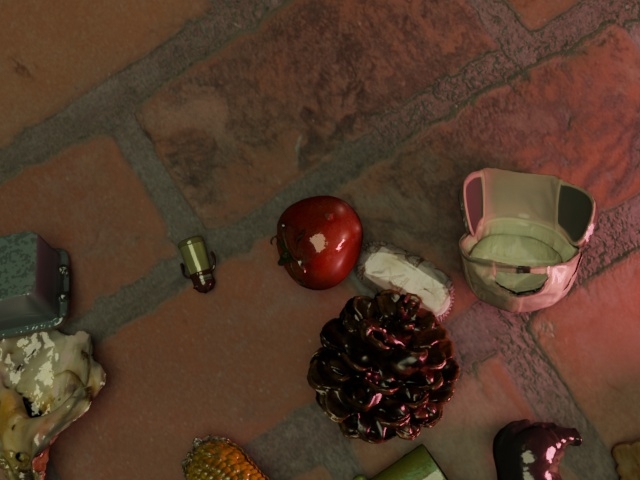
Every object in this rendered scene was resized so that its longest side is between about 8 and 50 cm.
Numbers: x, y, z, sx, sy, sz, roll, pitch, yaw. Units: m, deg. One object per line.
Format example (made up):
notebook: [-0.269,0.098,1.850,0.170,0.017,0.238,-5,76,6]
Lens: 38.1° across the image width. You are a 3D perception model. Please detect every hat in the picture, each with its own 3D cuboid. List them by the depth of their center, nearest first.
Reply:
hat: [0.329,-0.008,1.553,0.232,0.161,0.275,8,60,-5]

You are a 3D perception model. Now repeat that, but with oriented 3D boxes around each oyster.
oyster: [-0.478,0.277,1.610,0.271,0.100,0.275,-48,58,3]

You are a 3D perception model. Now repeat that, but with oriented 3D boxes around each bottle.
bottle: [-0.217,0.045,1.644,0.063,0.047,0.101,-23,85,39]

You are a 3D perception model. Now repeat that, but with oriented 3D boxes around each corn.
corn: [-0.113,0.441,1.514,0.318,0.115,0.115,38,88,32]

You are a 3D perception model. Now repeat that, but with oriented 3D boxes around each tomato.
tomato: [0.000,0.000,1.578,0.167,0.167,0.167,-1,83,5]

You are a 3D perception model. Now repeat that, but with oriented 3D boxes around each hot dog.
hot dog: [0.144,0.068,1.603,0.192,0.053,0.099,29,85,11]

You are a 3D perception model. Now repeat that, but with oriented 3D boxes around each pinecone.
pinecone: [0.097,0.193,1.500,0.243,0.243,0.257,-13,123,3]

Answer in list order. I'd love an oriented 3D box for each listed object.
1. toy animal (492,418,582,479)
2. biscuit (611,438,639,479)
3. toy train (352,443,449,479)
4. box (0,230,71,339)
toy animal: [0.339,0.459,1.485,0.168,0.106,0.343,15,78,-20]
biscuit: [0.595,0.469,1.468,0.217,0.044,0.324,-20,79,41]
toy train: [0.113,0.469,1.519,0.307,0.126,0.189,-34,81,1]
box: [-0.557,0.082,1.617,0.227,0.130,0.162,-10,59,4]
